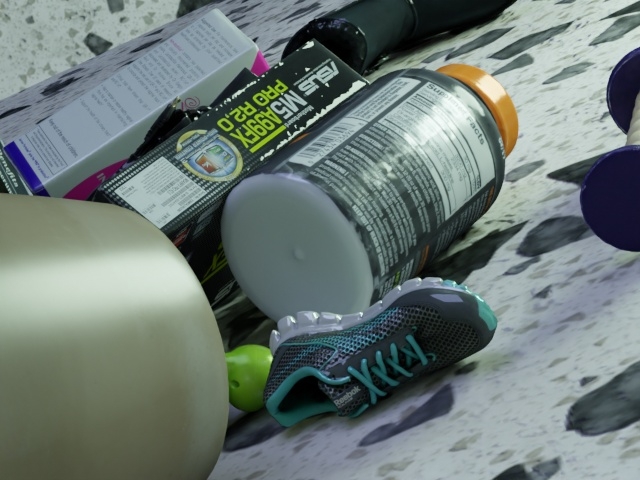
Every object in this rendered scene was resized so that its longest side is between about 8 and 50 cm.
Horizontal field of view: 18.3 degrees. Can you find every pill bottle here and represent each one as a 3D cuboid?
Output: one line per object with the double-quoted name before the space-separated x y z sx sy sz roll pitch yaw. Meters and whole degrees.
"pill bottle" 0.048 -0.041 1.426 0.130 0.130 0.245 -12 19 42

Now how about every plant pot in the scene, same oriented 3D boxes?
"plant pot" -0.217 0.095 1.114 0.280 0.323 0.323 -17 5 -41

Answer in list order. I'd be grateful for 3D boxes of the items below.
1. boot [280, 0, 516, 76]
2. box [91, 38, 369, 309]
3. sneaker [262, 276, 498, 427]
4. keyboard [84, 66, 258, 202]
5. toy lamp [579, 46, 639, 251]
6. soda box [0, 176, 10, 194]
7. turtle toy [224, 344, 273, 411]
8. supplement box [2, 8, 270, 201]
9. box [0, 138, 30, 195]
"boot" 0.092 -0.239 2.126 0.246 0.094 0.207 -23 9 39
"box" -0.092 -0.010 1.474 0.270 0.060 0.216 -39 -16 -46
"sneaker" 0.033 0.076 1.204 0.166 0.065 0.076 -20 31 35
"keyboard" -0.147 -0.006 1.509 0.317 0.033 0.201 -49 -14 -10
"toy lamp" 0.227 -0.075 1.352 0.080 0.080 0.275 -20 17 20
"soda box" -0.254 0.029 1.608 0.053 0.169 0.060 -23 14 9
"turtle toy" -0.089 0.096 1.291 0.130 0.066 0.095 -19 38 14
"supplement box" -0.136 -0.080 1.665 0.220 0.111 0.114 -35 31 -6
"box" -0.449 0.056 1.764 0.293 0.212 0.395 -21 14 19
